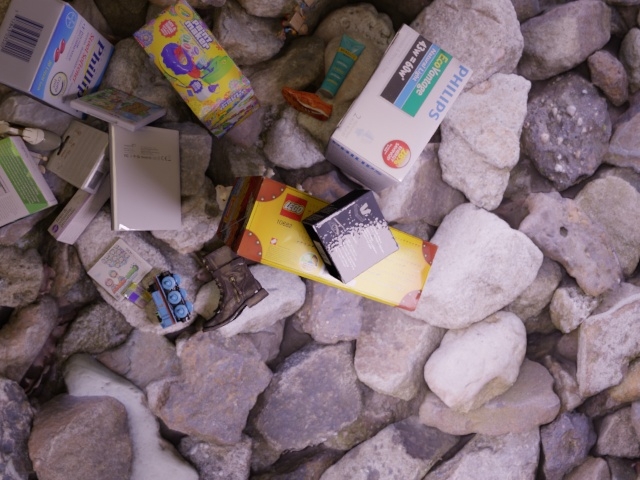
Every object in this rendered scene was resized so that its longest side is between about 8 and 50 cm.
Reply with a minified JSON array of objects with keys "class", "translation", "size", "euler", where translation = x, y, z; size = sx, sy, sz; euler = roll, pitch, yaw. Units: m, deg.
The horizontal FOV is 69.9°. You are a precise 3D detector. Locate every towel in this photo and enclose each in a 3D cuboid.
[{"class":"towel","translation":[-0.591,0.179,1.484],"size":[0.060,0.009,0.083],"euler":[-46,109,0]}]

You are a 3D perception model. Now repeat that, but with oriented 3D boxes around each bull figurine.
[{"class":"bull figurine","translation":[-0.172,-0.127,1.448],"size":[0.311,0.101,0.188],"euler":[28,91,-13]}]

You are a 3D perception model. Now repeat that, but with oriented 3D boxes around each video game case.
[{"class":"video game case","translation":[-0.649,0.096,1.486],"size":[0.143,0.019,0.157],"euler":[43,90,-2]},{"class":"video game case","translation":[-0.604,-0.403,1.388],"size":[0.194,0.212,0.023],"euler":[22,120,-2]}]

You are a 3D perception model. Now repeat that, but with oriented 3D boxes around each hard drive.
[{"class":"hard drive","translation":[-0.537,-0.190,1.411],"size":[0.210,0.040,0.318],"euler":[-2,92,-43]}]

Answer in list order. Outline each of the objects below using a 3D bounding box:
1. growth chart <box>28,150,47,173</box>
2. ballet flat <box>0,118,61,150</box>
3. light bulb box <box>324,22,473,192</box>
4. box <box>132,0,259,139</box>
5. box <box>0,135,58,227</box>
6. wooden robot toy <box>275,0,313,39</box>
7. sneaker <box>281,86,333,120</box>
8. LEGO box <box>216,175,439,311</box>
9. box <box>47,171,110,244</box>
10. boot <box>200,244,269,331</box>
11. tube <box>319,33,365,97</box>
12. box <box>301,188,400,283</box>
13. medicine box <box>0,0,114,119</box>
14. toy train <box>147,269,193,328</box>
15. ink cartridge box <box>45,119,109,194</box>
[{"class":"growth chart","translation":[-0.989,-0.189,1.466],"size":[0.172,0.021,0.237],"euler":[25,90,-3]},{"class":"ballet flat","translation":[-0.928,-0.330,1.432],"size":[0.214,0.068,0.072],"euler":[13,85,3]},{"class":"light bulb box","translation":[0.200,-0.353,1.332],"size":[0.225,0.361,0.357],"euler":[33,90,-3]},{"class":"box","translation":[-0.347,-0.490,1.352],"size":[0.177,0.279,0.289],"euler":[-38,92,-1]},{"class":"box","translation":[-1.021,-0.155,1.415],"size":[0.322,0.058,0.232],"euler":[-21,104,5]},{"class":"wooden robot toy","translation":[-0.070,-0.700,1.474],"size":[0.079,0.076,0.173],"euler":[34,90,-38]},{"class":"sneaker","translation":[-0.043,-0.450,1.480],"size":[0.175,0.064,0.067],"euler":[27,71,-7]},{"class":"LEGO box","translation":[0.000,0.000,1.263],"size":[0.501,0.372,0.192],"euler":[20,90,-21]},{"class":"box","translation":[-0.726,-0.136,1.446],"size":[0.063,0.067,0.324],"euler":[38,91,24]},{"class":"boot","translation":[-0.317,0.144,1.475],"size":[0.263,0.091,0.228],"euler":[-35,87,-5]},{"class":"tube","translation":[0.066,-0.563,1.482],"size":[0.080,0.052,0.206],"euler":[28,84,-12]},{"class":"box","translation":[0.068,-0.013,1.037],"size":[0.158,0.093,0.155],"euler":[-31,107,-12]},{"class":"medicine box","translation":[-0.773,-0.529,1.331],"size":[0.149,0.289,0.263],"euler":[22,91,0]},{"class":"toy train","translation":[-0.485,0.189,1.466],"size":[0.105,0.080,0.184],"euler":[-23,92,5]},{"class":"ink cartridge box","translation":[-0.738,-0.265,1.430],"size":[0.233,0.066,0.188],"euler":[24,84,35]}]
